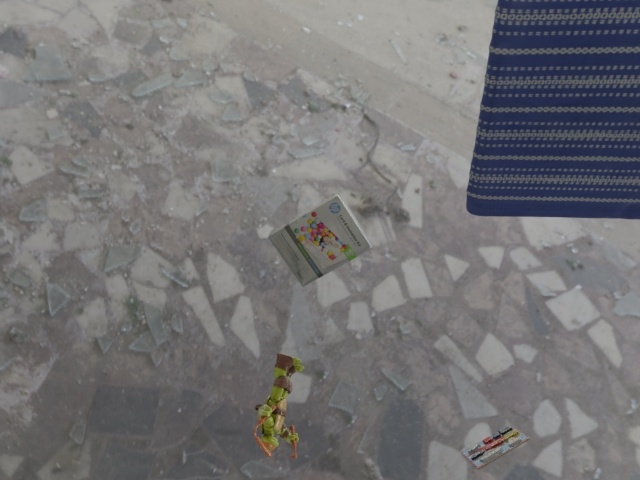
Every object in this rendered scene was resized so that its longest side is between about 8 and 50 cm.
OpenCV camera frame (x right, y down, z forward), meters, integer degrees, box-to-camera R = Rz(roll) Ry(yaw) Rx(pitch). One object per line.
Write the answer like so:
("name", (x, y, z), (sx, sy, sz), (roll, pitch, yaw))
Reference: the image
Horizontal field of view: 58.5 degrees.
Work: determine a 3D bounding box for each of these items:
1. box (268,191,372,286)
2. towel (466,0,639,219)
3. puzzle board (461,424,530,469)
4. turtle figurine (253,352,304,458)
("box", (0.000, 0.000, 1.280), (0.145, 0.186, 0.038), (57, 15, -14))
("towel", (0.293, -0.134, 0.616), (0.244, 0.335, 0.040), (1, 55, 8))
("puzzle board", (0.370, 0.436, 1.214), (0.128, 0.096, 0.011), (-28, 89, -7))
("turtle figurine", (-0.094, 0.373, 1.258), (0.087, 0.269, 0.217), (4, 61, 21))
